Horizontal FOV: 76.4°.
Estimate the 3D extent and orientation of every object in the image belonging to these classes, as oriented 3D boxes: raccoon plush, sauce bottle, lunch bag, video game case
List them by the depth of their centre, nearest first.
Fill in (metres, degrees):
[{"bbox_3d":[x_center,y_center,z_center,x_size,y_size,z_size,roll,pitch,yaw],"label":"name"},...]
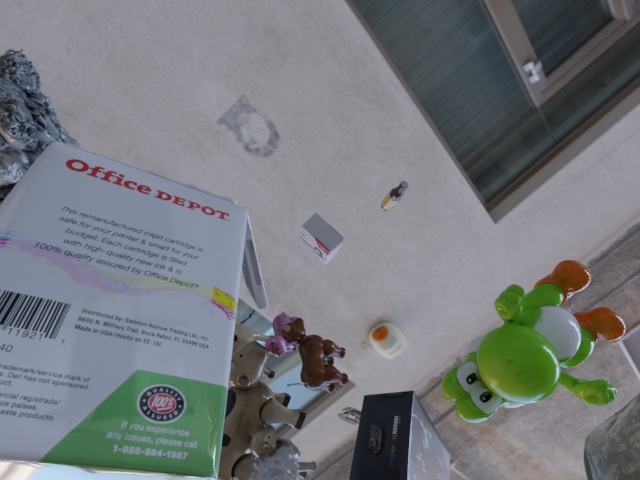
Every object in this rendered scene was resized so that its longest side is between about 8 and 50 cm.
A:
[{"bbox_3d":[-0.414,-0.143,0.728,0.299,0.216,0.446,-45,162,32],"label":"raccoon plush"},{"bbox_3d":[0.628,0.443,0.761,0.169,0.235,0.287,12,-136,10],"label":"lunch bag"},{"bbox_3d":[-0.144,0.028,0.797,0.022,0.173,0.190,-13,-170,-15],"label":"video game case"},{"bbox_3d":[0.225,-0.134,1.224,0.042,0.042,0.128,-66,-173,-33],"label":"sauce bottle"}]

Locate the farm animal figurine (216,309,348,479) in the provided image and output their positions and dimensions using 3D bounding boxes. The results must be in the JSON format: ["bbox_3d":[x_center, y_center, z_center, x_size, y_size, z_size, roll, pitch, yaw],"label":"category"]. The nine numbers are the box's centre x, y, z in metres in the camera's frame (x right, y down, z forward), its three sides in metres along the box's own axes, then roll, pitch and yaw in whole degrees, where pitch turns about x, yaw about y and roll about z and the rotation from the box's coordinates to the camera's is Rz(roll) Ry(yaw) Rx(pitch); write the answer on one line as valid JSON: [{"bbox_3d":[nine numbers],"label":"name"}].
[{"bbox_3d":[-0.125,0.261,0.710,0.330,0.172,0.326,-19,-130,54],"label":"farm animal figurine"}]

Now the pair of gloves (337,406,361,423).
[{"bbox_3d":[0.181,0.621,1.376,0.204,0.240,0.042,101,11,-63],"label":"pair of gloves"}]

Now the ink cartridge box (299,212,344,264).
[{"bbox_3d":[0.000,0.000,1.175,0.063,0.109,0.150,-45,171,-17],"label":"ink cartridge box"}]

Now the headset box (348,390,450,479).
[{"bbox_3d":[0.184,0.516,0.908,0.131,0.283,0.246,-16,-150,27],"label":"headset box"}]

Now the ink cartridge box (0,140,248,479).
[{"bbox_3d":[-0.186,0.063,0.358,0.117,0.201,0.278,-54,-153,37],"label":"ink cartridge box"}]

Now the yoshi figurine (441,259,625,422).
[{"bbox_3d":[0.359,0.164,0.655,0.362,0.203,0.204,-25,-150,-27],"label":"yoshi figurine"}]
